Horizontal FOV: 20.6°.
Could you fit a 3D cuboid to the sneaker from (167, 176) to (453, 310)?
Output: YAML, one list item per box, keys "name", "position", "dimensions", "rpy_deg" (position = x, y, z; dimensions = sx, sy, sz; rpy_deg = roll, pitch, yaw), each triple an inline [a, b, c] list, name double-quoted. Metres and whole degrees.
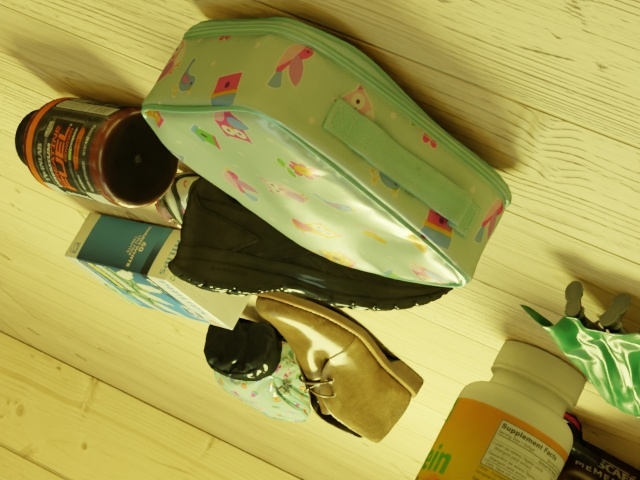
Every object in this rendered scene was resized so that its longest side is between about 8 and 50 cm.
- name: "sneaker"
  position: [0.000, 0.000, 1.718]
  dimensions: [0.286, 0.130, 0.109]
  rpy_deg: [9, 179, -14]

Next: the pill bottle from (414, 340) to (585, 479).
- name: "pill bottle"
  position: [0.190, 0.238, 1.907]
  dimensions: [0.136, 0.246, 0.136]
  rpy_deg: [27, 166, 7]

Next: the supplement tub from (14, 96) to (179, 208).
- name: "supplement tub"
  position: [-0.243, -0.095, 1.851]
  dimensions: [0.198, 0.106, 0.106]
  rpy_deg: [12, 159, 49]

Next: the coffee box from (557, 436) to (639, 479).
- name: "coffee box"
  position: [0.303, 0.379, 2.108]
  dimensions: [0.168, 0.297, 0.119]
  rpy_deg: [28, 123, -2]

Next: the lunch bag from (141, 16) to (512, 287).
- name: "lunch bag"
  position: [0.014, -0.070, 1.422]
  dimensions: [0.279, 0.108, 0.224]
  rpy_deg: [36, 162, -30]

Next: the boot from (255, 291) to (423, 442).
- name: "boot"
  position: [0.012, 0.163, 2.284]
  dimensions: [0.305, 0.115, 0.112]
  rpy_deg: [40, 164, -37]

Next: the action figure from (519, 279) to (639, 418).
- name: "action figure"
  position: [0.286, 0.117, 1.657]
  dimensions: [0.137, 0.063, 0.232]
  rpy_deg: [18, 159, 32]

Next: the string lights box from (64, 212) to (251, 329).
- name: "string lights box"
  position: [-0.216, 0.038, 2.353]
  dimensions: [0.133, 0.077, 0.259]
  rpy_deg: [39, 163, -34]

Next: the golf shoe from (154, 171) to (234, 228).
- name: "golf shoe"
  position: [-0.100, -0.009, 1.964]
  dimensions: [0.186, 0.067, 0.086]
  rpy_deg: [36, 163, -28]

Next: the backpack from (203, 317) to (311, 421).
- name: "backpack"
  position: [-0.072, 0.187, 2.539]
  dimensions: [0.152, 0.115, 0.182]
  rpy_deg: [13, 162, 41]

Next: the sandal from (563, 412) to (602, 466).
- name: "sandal"
  position: [0.283, 0.221, 2.126]
  dimensions: [0.067, 0.040, 0.179]
  rpy_deg: [43, 176, -30]
